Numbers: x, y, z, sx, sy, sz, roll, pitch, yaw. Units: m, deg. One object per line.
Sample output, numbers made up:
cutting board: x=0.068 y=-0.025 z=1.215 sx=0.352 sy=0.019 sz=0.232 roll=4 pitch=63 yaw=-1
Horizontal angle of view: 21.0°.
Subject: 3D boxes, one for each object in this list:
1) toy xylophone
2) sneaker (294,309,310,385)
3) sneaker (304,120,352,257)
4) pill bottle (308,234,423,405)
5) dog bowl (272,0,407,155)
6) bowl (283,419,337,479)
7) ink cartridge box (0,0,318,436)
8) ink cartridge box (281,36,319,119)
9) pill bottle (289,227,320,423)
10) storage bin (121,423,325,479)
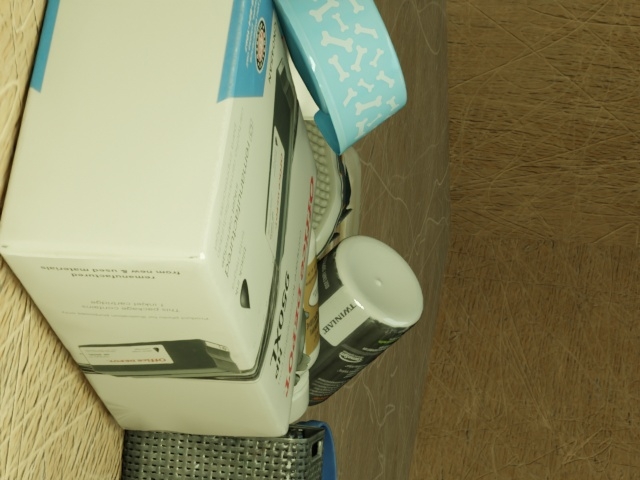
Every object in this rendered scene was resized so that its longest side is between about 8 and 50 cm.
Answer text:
toy xylophone: x=0.000 y=0.000 z=2.400 sx=0.236 sy=0.081 sz=0.322 roll=-8 pitch=101 yaw=-80
sneaker: x=-0.110 y=0.156 z=1.799 sx=0.276 sy=0.135 sz=0.097 roll=116 pitch=-22 yaw=-44
sneaker: x=-0.025 y=-0.042 z=2.116 sx=0.321 sy=0.126 sz=0.127 roll=-77 pitch=163 yaw=-45
pill bottle: x=0.000 y=0.111 z=2.045 sx=0.246 sy=0.130 sz=0.130 roll=-44 pitch=-161 yaw=36
dog bowl: x=-0.011 y=-0.209 z=1.493 sx=0.166 sy=0.074 sz=0.297 roll=71 pitch=-7 yaw=-53
bowl: x=-0.047 y=0.436 z=2.322 sx=0.391 sy=0.077 sz=0.391 roll=3 pitch=90 yaw=-80
ink cartridge box: x=-0.117 y=-0.031 z=1.460 sx=0.395 sy=0.166 sz=0.285 roll=74 pitch=21 yaw=-64
ink cartridge box: x=-0.022 y=-0.207 z=1.834 sx=0.203 sy=0.086 sz=0.148 roll=-157 pitch=-112 yaw=-72
pill bottle: x=-0.066 y=0.089 z=1.910 sx=0.131 sy=0.131 sz=0.229 roll=-71 pitch=162 yaw=-57
storage bin: x=-0.093 y=0.218 z=1.662 sx=0.122 sy=0.180 sz=0.084 roll=2 pitch=92 yaw=-80
